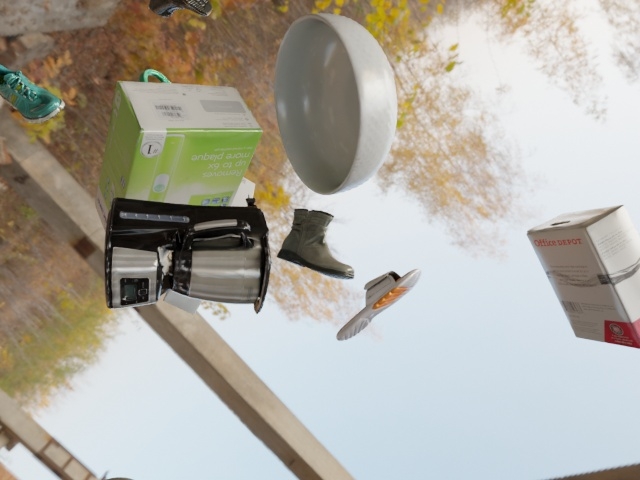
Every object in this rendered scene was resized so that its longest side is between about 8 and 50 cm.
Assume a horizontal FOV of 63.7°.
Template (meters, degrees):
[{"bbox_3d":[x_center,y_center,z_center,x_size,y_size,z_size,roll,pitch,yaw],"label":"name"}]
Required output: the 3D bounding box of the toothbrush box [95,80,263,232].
[{"bbox_3d":[-0.254,-0.122,0.895,0.206,0.122,0.283,-9,147,-38],"label":"toothbrush box"}]

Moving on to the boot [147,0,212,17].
[{"bbox_3d":[-0.443,-0.735,1.616,0.137,0.198,0.076,-48,-171,52],"label":"boot"}]

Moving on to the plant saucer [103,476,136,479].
[{"bbox_3d":[-0.500,0.732,1.117,0.401,0.100,0.399,-13,-118,26],"label":"plant saucer"}]

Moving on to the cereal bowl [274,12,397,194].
[{"bbox_3d":[0.041,-0.263,1.006,0.141,0.338,0.339,-14,-179,-25],"label":"cereal bowl"}]

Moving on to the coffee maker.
[{"bbox_3d":[-0.160,0.011,0.619,0.171,0.179,0.120,-128,-135,-66],"label":"coffee maker"}]

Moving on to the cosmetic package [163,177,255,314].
[{"bbox_3d":[-0.292,-0.012,1.408,0.284,0.098,0.377,-55,-165,16],"label":"cosmetic package"}]

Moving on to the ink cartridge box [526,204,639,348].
[{"bbox_3d":[0.322,0.040,0.598,0.063,0.150,0.109,-27,-177,-11],"label":"ink cartridge box"}]

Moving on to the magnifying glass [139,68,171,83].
[{"bbox_3d":[-0.384,-0.383,1.377,0.026,0.092,0.231,-23,159,26],"label":"magnifying glass"}]

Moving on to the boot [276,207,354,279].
[{"bbox_3d":[0.000,0.000,1.325,0.247,0.083,0.161,18,-96,36],"label":"boot"}]

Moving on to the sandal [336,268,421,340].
[{"bbox_3d":[0.124,0.138,1.242,0.265,0.076,0.102,-41,156,8],"label":"sandal"}]

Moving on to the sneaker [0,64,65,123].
[{"bbox_3d":[-0.837,-0.414,1.447,0.107,0.276,0.110,-54,157,-22],"label":"sneaker"}]
